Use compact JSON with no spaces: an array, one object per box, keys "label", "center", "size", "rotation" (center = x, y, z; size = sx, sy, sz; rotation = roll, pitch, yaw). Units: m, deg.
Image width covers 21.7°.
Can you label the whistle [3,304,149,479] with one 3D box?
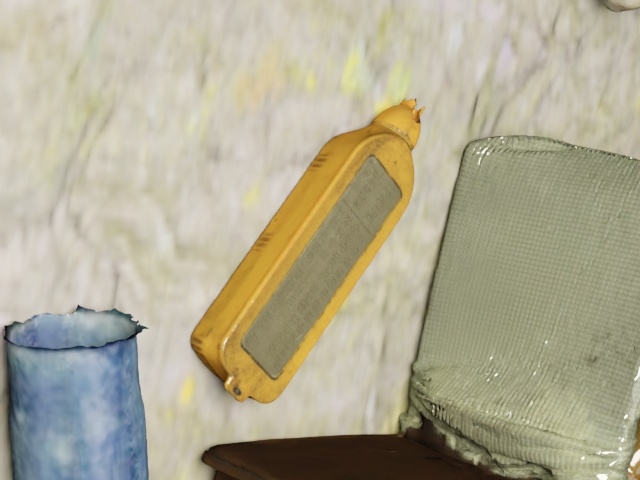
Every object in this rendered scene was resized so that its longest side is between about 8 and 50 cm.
[{"label":"whistle","center":[-0.098,0.182,0.731],"size":[0.062,0.062,0.304],"rotation":[-14,109,-40]}]

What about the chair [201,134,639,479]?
[{"label":"chair","center":[0.059,0.109,0.796],"size":[0.186,0.160,0.319],"rotation":[2,101,-45]}]

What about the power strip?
[{"label":"power strip","center":[0.000,0.000,0.802],"size":[0.178,0.028,0.049],"rotation":[-55,130,-18]}]

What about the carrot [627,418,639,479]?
[{"label":"carrot","center":[0.166,0.121,0.920],"size":[0.254,0.049,0.049],"rotation":[-42,129,2]}]

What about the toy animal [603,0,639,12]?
[{"label":"toy animal","center":[0.186,-0.226,0.877],"size":[0.185,0.104,0.184],"rotation":[44,63,-35]}]
